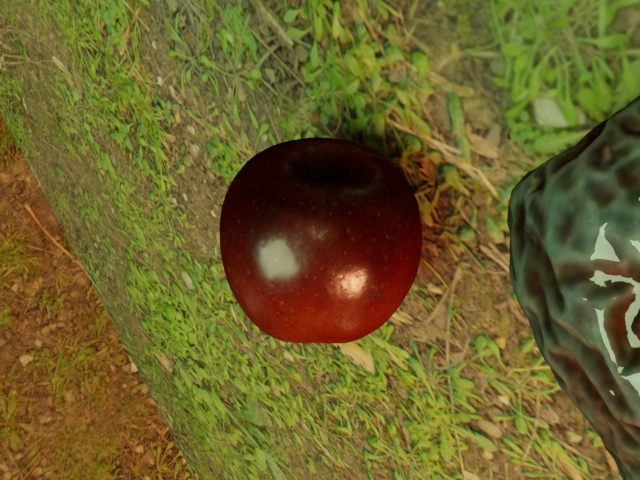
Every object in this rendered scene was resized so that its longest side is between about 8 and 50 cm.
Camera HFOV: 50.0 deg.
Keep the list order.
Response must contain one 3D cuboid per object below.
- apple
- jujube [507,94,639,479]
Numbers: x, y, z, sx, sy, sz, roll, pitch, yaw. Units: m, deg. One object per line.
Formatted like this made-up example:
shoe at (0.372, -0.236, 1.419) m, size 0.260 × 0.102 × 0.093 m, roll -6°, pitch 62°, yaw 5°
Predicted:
apple at (0.000, 0.000, 0.726) m, size 0.218 × 0.218 × 0.202 m, roll 28°, pitch 133°, yaw 39°
jujube at (0.256, 0.052, 0.437) m, size 0.317 × 0.226 × 0.226 m, roll 61°, pitch 148°, yaw 7°
